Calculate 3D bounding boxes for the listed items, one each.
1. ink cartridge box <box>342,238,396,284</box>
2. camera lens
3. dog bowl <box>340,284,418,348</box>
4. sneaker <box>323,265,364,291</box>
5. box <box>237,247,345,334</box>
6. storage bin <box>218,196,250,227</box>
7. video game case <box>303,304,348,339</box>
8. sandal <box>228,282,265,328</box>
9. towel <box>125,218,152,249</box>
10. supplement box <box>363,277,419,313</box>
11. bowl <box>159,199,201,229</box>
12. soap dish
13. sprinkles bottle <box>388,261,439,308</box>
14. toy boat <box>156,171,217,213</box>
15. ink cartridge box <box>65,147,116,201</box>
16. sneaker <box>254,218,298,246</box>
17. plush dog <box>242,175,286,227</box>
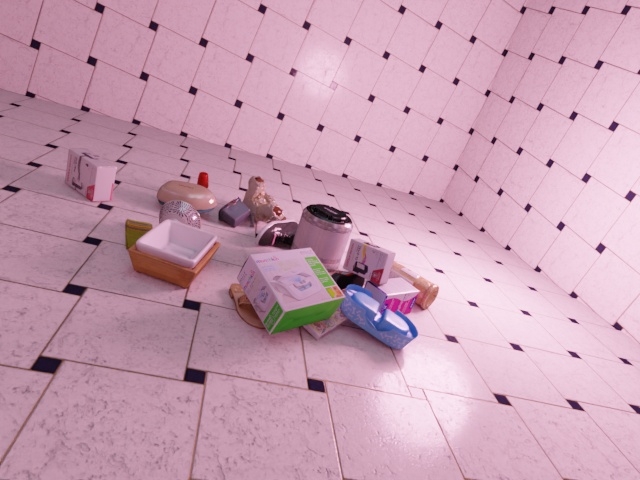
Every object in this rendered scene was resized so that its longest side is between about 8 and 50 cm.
[{"bbox_3d":[0.187,0.079,1.843,0.175,0.128,0.072,23,14,32],"label":"ink cartridge box"},{"bbox_3d":[0.000,0.000,1.983,0.219,0.275,0.219,17,19,-6],"label":"camera lens"},{"bbox_3d":[0.199,0.271,1.669,0.297,0.074,0.166,34,19,3],"label":"dog bowl"},{"bbox_3d":[0.066,0.149,1.901,0.144,0.090,0.270,18,4,31],"label":"sneaker"},{"bbox_3d":[-0.095,0.155,1.533,0.261,0.127,0.231,-6,50,-43],"label":"box"},{"bbox_3d":[-0.391,-0.129,2.197,0.091,0.098,0.135,35,51,16],"label":"storage bin"},{"bbox_3d":[-0.029,0.223,1.644,0.227,0.026,0.206,40,33,21],"label":"video game case"},{"bbox_3d":[-0.234,0.189,1.556,0.088,0.079,0.240,4,25,-36],"label":"sandal"},{"bbox_3d":[-0.679,-0.020,1.787,0.102,0.021,0.237,8,23,-26],"label":"towel"},{"bbox_3d":[0.272,0.225,1.880,0.219,0.111,0.114,-2,28,-44],"label":"supplement box"},{"bbox_3d":[-0.551,-0.062,1.815,0.170,0.170,0.080,19,28,0],"label":"bowl"},{"bbox_3d":[-0.497,0.042,1.646,0.228,0.118,0.291,19,19,-1],"label":"soap dish"},{"bbox_3d":[0.342,0.164,2.095,0.355,0.121,0.121,32,23,30],"label":"sprinkles bottle"},{"bbox_3d":[-0.594,-0.204,2.214,0.267,0.148,0.318,15,27,2],"label":"toy boat"},{"bbox_3d":[-0.968,-0.277,1.995,0.217,0.159,0.092,30,23,28],"label":"ink cartridge box"},{"bbox_3d":[-0.156,-0.011,2.128,0.146,0.105,0.295,36,30,22],"label":"sneaker"},{"bbox_3d":[-0.287,-0.160,2.354,0.263,0.210,0.225,56,17,15],"label":"plush dog"}]
